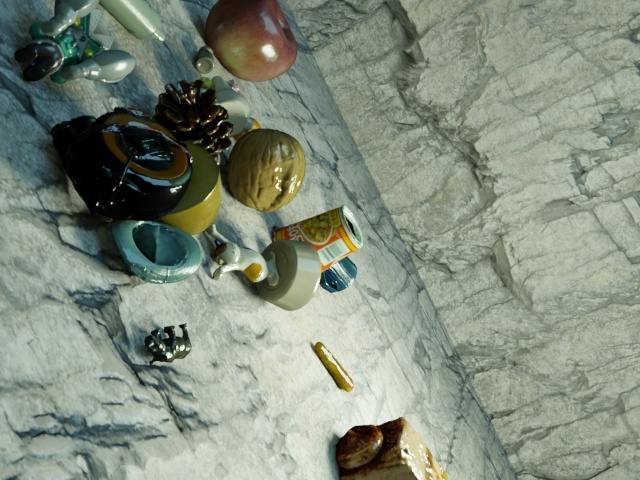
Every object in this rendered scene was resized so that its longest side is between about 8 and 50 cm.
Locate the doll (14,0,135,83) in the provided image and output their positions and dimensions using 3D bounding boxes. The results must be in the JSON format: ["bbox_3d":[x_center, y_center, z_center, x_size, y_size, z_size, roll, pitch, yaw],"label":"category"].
[{"bbox_3d":[-0.448,-0.361,1.389,0.195,0.153,0.258,63,29,-52],"label":"doll"}]

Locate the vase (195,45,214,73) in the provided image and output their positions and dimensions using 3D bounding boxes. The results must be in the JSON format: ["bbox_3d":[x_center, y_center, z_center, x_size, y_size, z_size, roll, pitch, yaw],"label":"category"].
[{"bbox_3d":[-0.331,-0.522,2.129,0.053,0.053,0.100,53,16,-33],"label":"vase"}]

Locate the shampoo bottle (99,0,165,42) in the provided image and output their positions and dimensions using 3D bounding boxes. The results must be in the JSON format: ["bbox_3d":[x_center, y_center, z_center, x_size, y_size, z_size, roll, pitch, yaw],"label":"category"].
[{"bbox_3d":[-0.456,-0.554,1.741,0.262,0.085,0.085,43,27,-52],"label":"shampoo bottle"}]

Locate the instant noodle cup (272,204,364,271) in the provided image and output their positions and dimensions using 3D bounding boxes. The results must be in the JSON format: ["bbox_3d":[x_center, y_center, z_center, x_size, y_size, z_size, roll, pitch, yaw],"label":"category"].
[{"bbox_3d":[0.000,0.000,2.083,0.193,0.212,0.193,54,19,-28],"label":"instant noodle cup"}]

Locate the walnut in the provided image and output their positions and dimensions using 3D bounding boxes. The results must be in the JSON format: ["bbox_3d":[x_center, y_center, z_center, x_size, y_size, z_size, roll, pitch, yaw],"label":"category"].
[{"bbox_3d":[-0.142,-0.183,1.941,0.228,0.228,0.228,55,19,-29],"label":"walnut"}]

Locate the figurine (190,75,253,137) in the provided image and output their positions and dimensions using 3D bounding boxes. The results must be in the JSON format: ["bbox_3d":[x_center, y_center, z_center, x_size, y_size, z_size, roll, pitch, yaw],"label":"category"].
[{"bbox_3d":[-0.274,-0.374,1.965,0.155,0.127,0.235,3,33,-23],"label":"figurine"}]

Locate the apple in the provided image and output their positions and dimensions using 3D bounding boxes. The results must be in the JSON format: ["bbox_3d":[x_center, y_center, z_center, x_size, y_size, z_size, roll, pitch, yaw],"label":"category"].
[{"bbox_3d":[-0.218,-0.637,2.326,0.305,0.235,0.305,57,18,-32],"label":"apple"}]

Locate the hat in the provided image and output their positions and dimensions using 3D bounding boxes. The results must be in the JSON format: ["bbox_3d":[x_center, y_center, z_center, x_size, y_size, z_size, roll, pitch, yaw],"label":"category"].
[{"bbox_3d":[-0.313,0.025,1.350,0.191,0.078,0.138,12,43,-46],"label":"hat"}]

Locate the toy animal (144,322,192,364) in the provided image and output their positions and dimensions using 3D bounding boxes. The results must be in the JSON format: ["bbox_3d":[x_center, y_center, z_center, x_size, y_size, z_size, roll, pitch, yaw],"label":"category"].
[{"bbox_3d":[-0.268,0.182,1.292,0.136,0.047,0.064,16,59,-76],"label":"toy animal"}]

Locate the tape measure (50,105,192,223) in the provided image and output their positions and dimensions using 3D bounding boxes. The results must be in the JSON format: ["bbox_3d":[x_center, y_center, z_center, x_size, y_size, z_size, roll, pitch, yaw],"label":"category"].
[{"bbox_3d":[-0.334,-0.133,1.300,0.223,0.135,0.202,-11,59,-47],"label":"tape measure"}]

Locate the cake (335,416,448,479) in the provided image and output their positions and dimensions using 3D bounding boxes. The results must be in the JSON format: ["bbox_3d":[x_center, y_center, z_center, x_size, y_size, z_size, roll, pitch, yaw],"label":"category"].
[{"bbox_3d":[0.173,0.561,1.824,0.293,0.199,0.196,59,20,-14],"label":"cake"}]

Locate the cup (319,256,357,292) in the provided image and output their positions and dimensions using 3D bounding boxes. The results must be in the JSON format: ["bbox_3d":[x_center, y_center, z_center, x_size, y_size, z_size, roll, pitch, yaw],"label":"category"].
[{"bbox_3d":[0.034,0.080,2.229,0.138,0.113,0.150,48,5,-38],"label":"cup"}]

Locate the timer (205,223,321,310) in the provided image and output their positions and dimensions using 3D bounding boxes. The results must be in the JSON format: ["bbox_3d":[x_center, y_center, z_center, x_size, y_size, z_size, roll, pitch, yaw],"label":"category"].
[{"bbox_3d":[-0.149,0.057,1.727,0.266,0.175,0.175,19,45,-42],"label":"timer"}]

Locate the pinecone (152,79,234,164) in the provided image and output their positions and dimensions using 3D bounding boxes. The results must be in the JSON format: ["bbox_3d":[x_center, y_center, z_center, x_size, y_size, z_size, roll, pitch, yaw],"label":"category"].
[{"bbox_3d":[-0.291,-0.265,1.664,0.185,0.169,0.212,49,-8,19],"label":"pinecone"}]

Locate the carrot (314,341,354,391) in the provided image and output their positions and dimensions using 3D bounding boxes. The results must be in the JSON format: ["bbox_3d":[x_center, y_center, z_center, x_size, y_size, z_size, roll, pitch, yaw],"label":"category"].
[{"bbox_3d":[0.036,0.341,1.997,0.170,0.042,0.042,55,19,-23],"label":"carrot"}]

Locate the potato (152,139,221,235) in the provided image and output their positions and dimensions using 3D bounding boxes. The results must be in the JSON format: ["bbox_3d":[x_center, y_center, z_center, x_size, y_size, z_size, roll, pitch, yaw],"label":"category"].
[{"bbox_3d":[-0.279,-0.085,1.474,0.158,0.204,0.178,76,26,-57],"label":"potato"}]

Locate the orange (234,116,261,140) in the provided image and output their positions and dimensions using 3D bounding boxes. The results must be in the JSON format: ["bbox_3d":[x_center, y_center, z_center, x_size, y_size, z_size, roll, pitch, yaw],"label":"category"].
[{"bbox_3d":[-0.211,-0.317,2.137,0.083,0.084,0.083,55,19,-29],"label":"orange"}]
